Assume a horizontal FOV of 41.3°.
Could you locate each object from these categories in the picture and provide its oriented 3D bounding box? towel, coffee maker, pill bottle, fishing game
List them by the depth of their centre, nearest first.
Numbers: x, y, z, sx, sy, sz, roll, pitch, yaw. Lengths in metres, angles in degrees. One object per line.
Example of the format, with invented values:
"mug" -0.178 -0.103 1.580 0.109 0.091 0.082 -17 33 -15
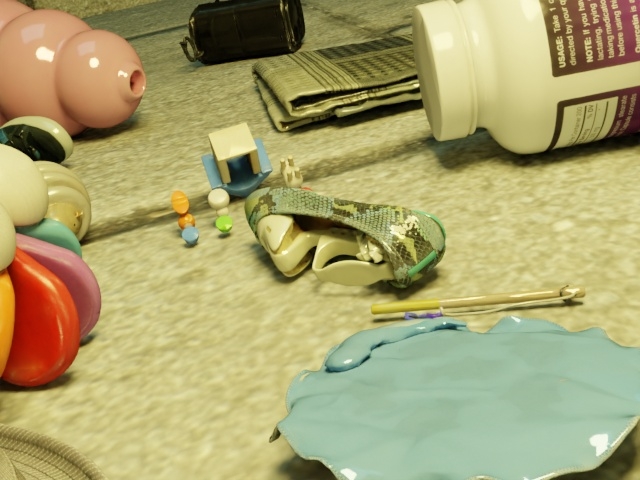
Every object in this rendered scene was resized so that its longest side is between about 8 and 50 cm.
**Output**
"fishing game" 0.069 0.083 0.427 0.189 0.041 0.264 -8 15 8
"pill bottle" 0.253 -0.183 0.769 0.322 0.182 0.181 -11 23 0
"towel" 0.075 -0.218 1.123 0.312 0.056 0.324 -11 21 -7
"coffee maker" -0.128 -0.364 1.486 0.178 0.120 0.171 -5 47 18

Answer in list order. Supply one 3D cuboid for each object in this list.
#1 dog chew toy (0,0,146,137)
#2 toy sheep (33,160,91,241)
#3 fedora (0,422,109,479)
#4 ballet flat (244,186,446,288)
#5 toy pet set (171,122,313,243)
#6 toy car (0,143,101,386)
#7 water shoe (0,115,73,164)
"dog chew toy" -0.388 -0.229 1.178 0.331 0.207 0.206 9 30 24
"toy sheep" -0.260 -0.034 0.789 0.091 0.091 0.132 -21 40 -22
"fedora" -0.230 0.119 0.371 0.275 0.124 0.243 8 30 38
"ballet flat" 0.000 0.000 0.625 0.188 0.070 0.070 5 28 41
"toy pet set" -0.077 -0.044 0.792 0.122 0.065 0.114 -18 59 -8
"toy car" -0.217 0.035 0.570 0.136 0.159 0.182 22 21 -11
"water shoe" -0.395 -0.097 1.045 0.203 0.073 0.080 -5 45 25
